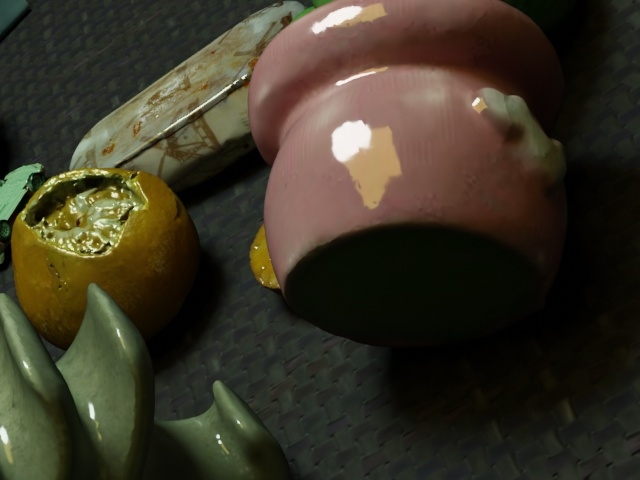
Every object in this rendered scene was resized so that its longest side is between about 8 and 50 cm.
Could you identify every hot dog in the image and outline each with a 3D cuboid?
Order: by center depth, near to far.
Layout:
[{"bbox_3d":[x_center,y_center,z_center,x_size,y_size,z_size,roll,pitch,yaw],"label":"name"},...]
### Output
[{"bbox_3d":[-0.100,-0.113,1.302,0.268,0.075,0.144,-32,32,13],"label":"hot dog"}]

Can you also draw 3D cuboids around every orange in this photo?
[{"bbox_3d":[-0.172,0.013,1.175,0.155,0.134,0.154,-27,39,25],"label":"orange"}]

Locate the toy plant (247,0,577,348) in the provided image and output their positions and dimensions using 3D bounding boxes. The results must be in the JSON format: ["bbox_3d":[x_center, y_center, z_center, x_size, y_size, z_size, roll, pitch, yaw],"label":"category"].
[{"bbox_3d":[0.073,-0.104,1.034,0.210,0.317,0.356,-38,44,36],"label":"toy plant"}]

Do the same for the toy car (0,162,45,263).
[{"bbox_3d":[-0.296,-0.026,1.401,0.059,0.035,0.122,-8,36,33],"label":"toy car"}]

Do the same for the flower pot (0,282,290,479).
[{"bbox_3d":[-0.217,0.186,0.921,0.367,0.254,0.164,-40,37,-2],"label":"flower pot"}]

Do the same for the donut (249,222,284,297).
[{"bbox_3d":[0.000,0.000,1.121,0.108,0.043,0.097,-30,37,11],"label":"donut"}]

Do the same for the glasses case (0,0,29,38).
[{"bbox_3d":[-0.441,-0.186,1.693,0.266,0.056,0.105,-50,14,-17],"label":"glasses case"}]
